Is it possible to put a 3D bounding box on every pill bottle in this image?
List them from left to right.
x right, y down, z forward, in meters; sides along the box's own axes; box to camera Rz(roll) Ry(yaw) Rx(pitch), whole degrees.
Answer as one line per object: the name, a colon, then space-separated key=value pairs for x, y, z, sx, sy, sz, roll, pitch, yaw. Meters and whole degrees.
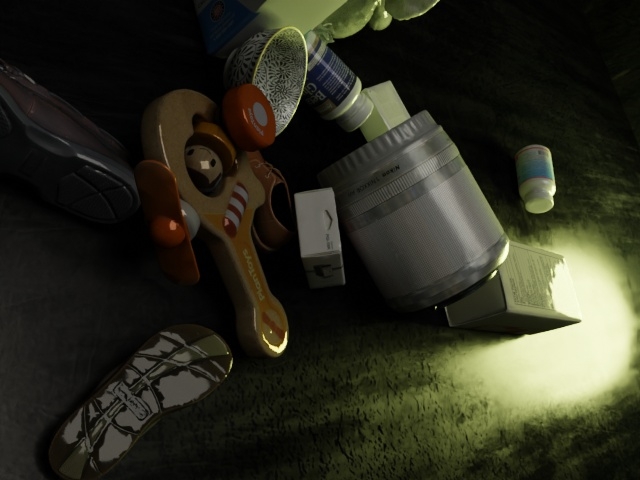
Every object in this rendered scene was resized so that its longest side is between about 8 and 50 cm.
pill bottle: x=0.009 y=-0.266 z=1.117 sx=0.169 sy=0.094 sz=0.094 roll=40 pitch=45 yaw=-25
pill bottle: x=0.532 y=-0.151 z=1.620 sx=0.087 sy=0.087 sz=0.160 roll=30 pitch=50 yaw=-33

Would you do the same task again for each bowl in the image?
bowl: x=-0.093 y=-0.245 z=0.985 sx=0.080 sy=0.170 sz=0.170 roll=21 pitch=37 yaw=19

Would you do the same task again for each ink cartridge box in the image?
ink cartridge box: x=-0.101 y=-0.463 z=1.007 sx=0.129 sy=0.223 sz=0.307 roll=-2 pitch=71 yaw=-47
ink cartridge box: x=0.000 y=0.000 z=0.932 sx=0.135 sy=0.056 sz=0.099 roll=79 pitch=4 yaw=-67

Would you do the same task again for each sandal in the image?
sandal: x=-0.190 y=0.168 z=0.698 sx=0.090 sy=0.060 sz=0.219 roll=51 pitch=55 yaw=-5

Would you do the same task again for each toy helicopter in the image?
toy helicopter: x=-0.123 y=-0.009 z=0.802 sx=0.235 sy=0.140 sz=0.355 roll=-44 pitch=117 yaw=-62

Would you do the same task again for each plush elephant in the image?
plush elephant: x=0.081 y=-0.510 z=1.202 sx=0.272 sy=0.255 sz=0.330 roll=36 pitch=47 yaw=-29

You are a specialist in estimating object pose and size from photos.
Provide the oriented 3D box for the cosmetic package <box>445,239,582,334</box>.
cosmetic package: x=0.371 y=0.095 z=1.279 sx=0.296 sy=0.129 sz=0.153 roll=14 pitch=61 yaw=-43

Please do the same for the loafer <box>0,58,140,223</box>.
loafer: x=-0.323 y=-0.125 z=0.694 sx=0.302 sy=0.109 sz=0.095 roll=36 pitch=28 yaw=-37

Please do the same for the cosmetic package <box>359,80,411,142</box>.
cosmetic package: x=0.146 y=-0.178 z=1.242 sx=0.099 sy=0.060 sz=0.239 roll=-31 pitch=93 yaw=-52

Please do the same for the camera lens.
camera lens: x=0.150 y=-0.039 z=1.044 sx=0.219 sy=0.219 sz=0.274 roll=-35 pitch=96 yaw=-50

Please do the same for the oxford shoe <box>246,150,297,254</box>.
oxford shoe: x=-0.085 y=-0.091 z=0.936 sx=0.076 sy=0.076 sz=0.212 roll=-16 pitch=80 yaw=-48
